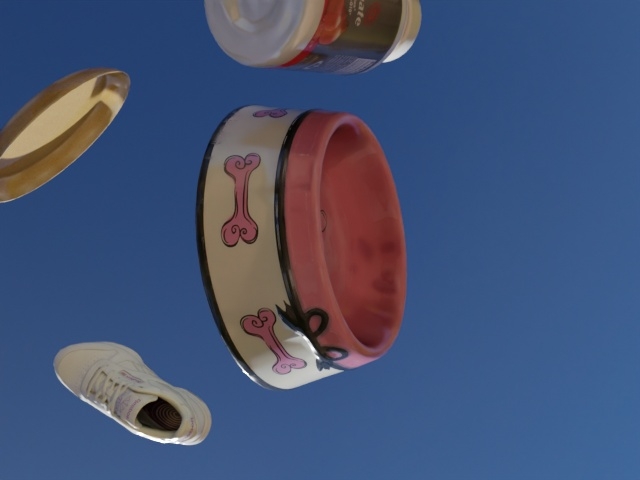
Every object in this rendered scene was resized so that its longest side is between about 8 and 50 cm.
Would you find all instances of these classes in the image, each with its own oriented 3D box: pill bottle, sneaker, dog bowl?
[{"bbox_3d":[0.009,-0.317,0.988,0.318,0.176,0.176,-15,-80,-55],"label":"pill bottle"},{"bbox_3d":[-0.334,0.258,1.259,0.305,0.152,0.114,23,-98,8],"label":"sneaker"},{"bbox_3d":[0.000,0.000,1.016,0.408,0.150,0.408,-7,-90,-67],"label":"dog bowl"}]

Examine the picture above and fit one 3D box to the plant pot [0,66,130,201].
[{"bbox_3d":[-0.343,-0.142,0.933,0.032,0.236,0.236,45,-118,-3],"label":"plant pot"}]
